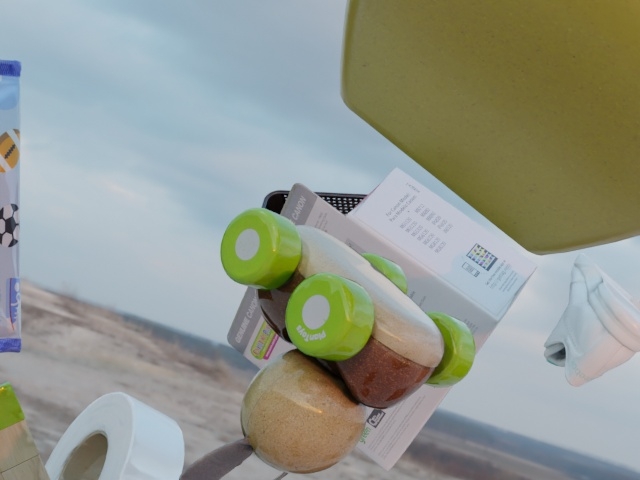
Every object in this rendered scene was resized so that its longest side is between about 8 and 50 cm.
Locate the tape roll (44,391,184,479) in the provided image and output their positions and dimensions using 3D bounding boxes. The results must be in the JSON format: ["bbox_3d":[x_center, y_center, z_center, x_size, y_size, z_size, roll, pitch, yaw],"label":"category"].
[{"bbox_3d":[-0.337,0.382,1.596,0.100,0.286,0.286,34,-15,-28],"label":"tape roll"}]

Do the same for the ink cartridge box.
[{"bbox_3d":[0.060,0.080,1.236,0.272,0.130,0.309,36,-47,10],"label":"ink cartridge box"}]

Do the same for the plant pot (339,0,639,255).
[{"bbox_3d":[0.130,-0.119,0.504,0.212,0.212,0.187,39,-36,0],"label":"plant pot"}]

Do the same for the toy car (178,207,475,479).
[{"bbox_3d":[-0.016,0.097,0.695,0.155,0.188,0.149,22,16,-49],"label":"toy car"}]

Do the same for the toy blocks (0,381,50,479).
[{"bbox_3d":[-0.401,0.340,1.331,0.191,0.381,0.261,-25,18,-22],"label":"toy blocks"}]

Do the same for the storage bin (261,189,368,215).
[{"bbox_3d":[0.000,0.000,1.503,0.180,0.122,0.084,4,-42,12],"label":"storage bin"}]

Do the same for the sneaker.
[{"bbox_3d":[0.242,0.075,0.939,0.080,0.094,0.212,41,14,4],"label":"sneaker"}]

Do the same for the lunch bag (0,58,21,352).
[{"bbox_3d":[-0.512,-0.033,1.000,0.239,0.327,0.385,3,6,37],"label":"lunch bag"}]
